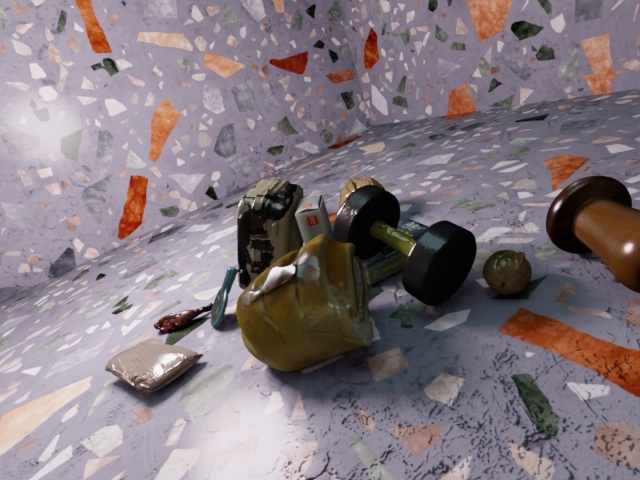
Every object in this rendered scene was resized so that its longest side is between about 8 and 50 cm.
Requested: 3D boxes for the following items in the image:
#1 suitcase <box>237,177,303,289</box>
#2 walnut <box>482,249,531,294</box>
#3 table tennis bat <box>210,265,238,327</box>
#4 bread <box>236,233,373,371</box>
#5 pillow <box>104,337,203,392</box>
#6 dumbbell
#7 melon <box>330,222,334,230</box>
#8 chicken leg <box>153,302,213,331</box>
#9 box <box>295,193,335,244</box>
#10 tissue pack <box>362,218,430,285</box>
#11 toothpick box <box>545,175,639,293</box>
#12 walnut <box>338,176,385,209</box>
[{"bbox_3d":[-0.144,-0.027,1.332,0.194,0.351,0.339,9,26,7],"label":"suitcase"},{"bbox_3d":[0.432,0.070,0.926,0.105,0.105,0.124,2,30,44],"label":"walnut"},{"bbox_3d":[-0.301,0.173,1.244,0.033,0.201,0.124,16,12,-26],"label":"table tennis bat"},{"bbox_3d":[-0.062,0.144,0.959,0.341,0.210,0.300,-26,36,27],"label":"bread"},{"bbox_3d":[-0.469,0.338,1.120,0.270,0.067,0.173,2,26,42],"label":"pillow"},{"bbox_3d":[0.206,0.003,1.027,0.204,0.203,0.322,-32,44,-26],"label":"dumbbell"},{"bbox_3d":[0.071,0.011,1.433,0.203,0.093,0.139,3,45,-18],"label":"melon"},{"bbox_3d":[-0.458,0.256,1.339,0.205,0.053,0.093,-12,8,10],"label":"chicken leg"},{"bbox_3d":[0.000,0.000,1.240,0.079,0.269,0.135,-13,25,10],"label":"box"},{"bbox_3d":[0.217,0.026,1.240,0.257,0.081,0.185,-25,23,-10],"label":"tissue pack"},{"bbox_3d":[0.629,-0.017,0.858,0.192,0.192,0.294,-19,28,4],"label":"toothpick box"},{"bbox_3d":[0.167,-0.154,1.572,0.198,0.198,0.245,-19,18,4],"label":"walnut"}]
